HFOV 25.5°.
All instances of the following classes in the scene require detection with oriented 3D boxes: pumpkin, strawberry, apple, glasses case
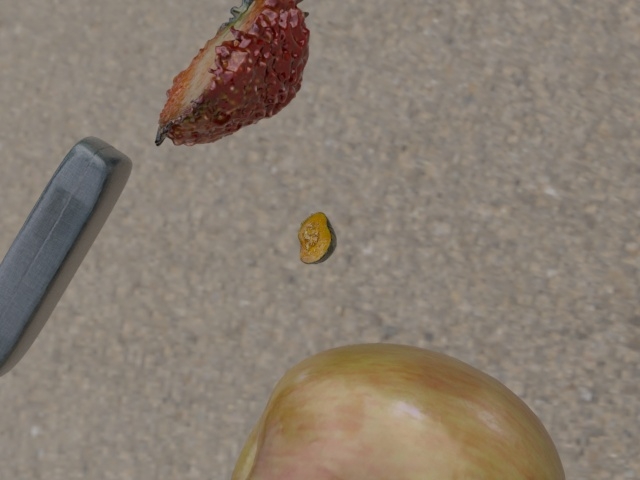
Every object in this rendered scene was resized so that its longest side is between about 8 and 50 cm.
[{"bbox_3d":[0.000,0.001,1.734,0.050,0.028,0.083,-34,42,24],"label":"pumpkin"},{"bbox_3d":[-0.104,-0.183,1.757,0.233,0.138,0.306,-43,18,36],"label":"strawberry"},{"bbox_3d":[0.071,0.297,1.515,0.347,0.391,0.391,24,100,2],"label":"apple"},{"bbox_3d":[-0.342,0.021,1.761,0.074,0.131,0.323,31,97,-1],"label":"glasses case"}]
